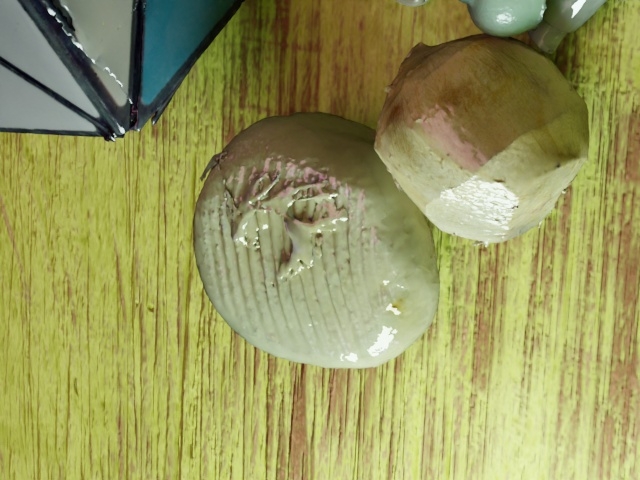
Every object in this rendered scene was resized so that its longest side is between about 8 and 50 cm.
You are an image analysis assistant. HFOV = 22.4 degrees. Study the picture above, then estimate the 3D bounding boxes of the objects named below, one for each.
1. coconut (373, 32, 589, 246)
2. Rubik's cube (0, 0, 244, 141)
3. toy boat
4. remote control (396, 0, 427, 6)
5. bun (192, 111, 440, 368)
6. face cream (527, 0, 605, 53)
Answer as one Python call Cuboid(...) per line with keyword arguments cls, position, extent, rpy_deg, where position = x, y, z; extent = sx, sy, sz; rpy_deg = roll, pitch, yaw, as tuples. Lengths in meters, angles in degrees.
Cuboid(cls="coconut", position=(0.142, -0.104, 1.476), extent=(0.194, 0.194, 0.194), rpy_deg=(10, 105, 40))
Cuboid(cls="Rubik's cube", position=(-0.276, -0.311, 1.650), extent=(0.310, 0.305, 0.307), rpy_deg=(8, 142, 42))
Cuboid(cls="toy boat", position=(0.157, -0.278, 1.430), extent=(0.134, 0.078, 0.208), rpy_deg=(122, 152, -71))
Cuboid(cls="remote control", position=(0.061, -0.273, 1.607), extent=(0.122, 0.032, 0.074), rpy_deg=(12, 106, 39))
Cuboid(cls="bun", position=(0.003, -0.003, 1.629), extent=(0.273, 0.168, 0.273), rpy_deg=(11, 113, 28))
Cuboid(cls="face cream", position=(0.256, -0.263, 1.391), extent=(0.101, 0.101, 0.252), rpy_deg=(54, 133, 19))
